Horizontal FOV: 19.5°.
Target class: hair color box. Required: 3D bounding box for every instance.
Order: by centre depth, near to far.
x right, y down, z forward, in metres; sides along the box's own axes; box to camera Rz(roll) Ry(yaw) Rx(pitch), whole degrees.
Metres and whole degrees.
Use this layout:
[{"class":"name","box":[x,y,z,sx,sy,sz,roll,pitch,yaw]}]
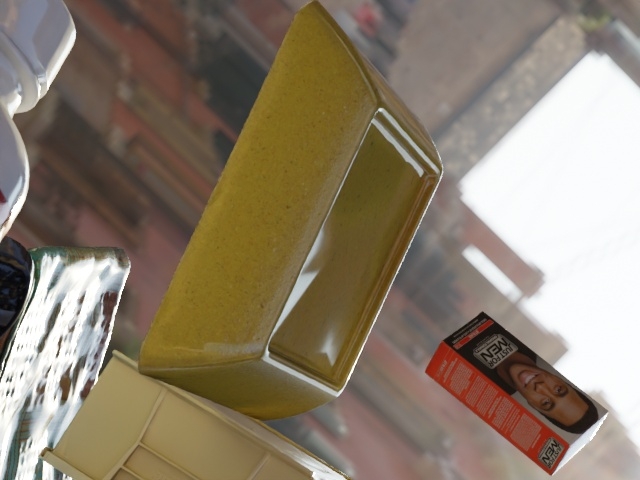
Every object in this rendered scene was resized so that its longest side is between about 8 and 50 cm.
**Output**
[{"class":"hair color box","box":[0.167,0.129,1.585,0.072,0.141,0.043,-32,155,-48]}]

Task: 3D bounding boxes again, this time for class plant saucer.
[{"class":"plant saucer","box":[0.000,0.000,1.609,0.333,0.081,0.333,-65,159,-4]}]

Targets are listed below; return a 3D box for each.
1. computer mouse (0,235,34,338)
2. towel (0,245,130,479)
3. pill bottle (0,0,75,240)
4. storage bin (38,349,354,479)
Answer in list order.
[{"class":"computer mouse","box":[-0.322,0.068,1.327,0.262,0.184,0.060,-61,-146,36]},{"class":"towel","box":[-0.270,0.136,1.803,0.370,0.040,0.271,-1,107,-81]},{"class":"pill bottle","box":[-0.324,-0.008,1.125,0.408,0.229,0.229,-61,-163,-20]},{"class":"storage bin","box":[-0.093,0.230,1.783,0.123,0.260,0.262,-58,166,-3]}]
